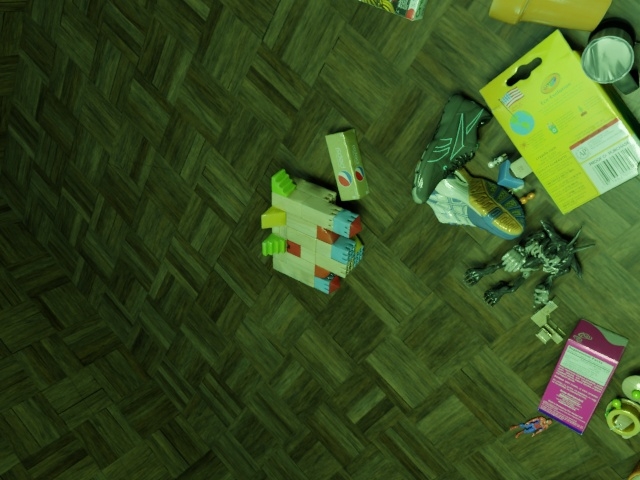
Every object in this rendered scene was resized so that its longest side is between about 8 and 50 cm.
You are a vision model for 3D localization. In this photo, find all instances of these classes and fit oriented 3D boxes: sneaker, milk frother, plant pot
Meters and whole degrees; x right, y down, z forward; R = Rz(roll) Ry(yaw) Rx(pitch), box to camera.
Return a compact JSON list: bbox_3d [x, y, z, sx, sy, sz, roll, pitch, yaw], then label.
[{"bbox_3d":[0.286,-0.196,1.307,0.106,0.101,0.267,25,84,9],"label":"sneaker"},{"bbox_3d":[0.558,-0.352,1.062,0.129,0.134,0.143,37,131,2],"label":"milk frother"},{"bbox_3d":[0.341,-0.082,1.385,0.296,0.112,0.130,43,140,30],"label":"sneaker"},{"bbox_3d":[0.438,-0.476,1.078,0.188,0.205,0.205,25,125,9],"label":"plant pot"}]

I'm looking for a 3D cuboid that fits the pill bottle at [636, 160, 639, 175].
[{"bbox_3d":[0.720,-0.059,0.992,0.334,0.188,0.188,50,131,7],"label":"pill bottle"}]

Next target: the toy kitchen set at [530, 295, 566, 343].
[{"bbox_3d":[0.539,0.191,1.368,0.083,0.068,0.075,46,130,12],"label":"toy kitchen set"}]

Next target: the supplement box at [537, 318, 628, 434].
[{"bbox_3d":[0.595,0.308,1.348,0.114,0.111,0.219,27,124,27],"label":"supplement box"}]

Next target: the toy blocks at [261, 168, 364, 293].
[{"bbox_3d":[0.000,0.000,1.641,0.261,0.190,0.381,24,136,21],"label":"toy blocks"}]

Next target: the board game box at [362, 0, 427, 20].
[{"bbox_3d":[0.175,-0.659,1.281,0.193,0.053,0.305,31,126,24],"label":"board game box"}]

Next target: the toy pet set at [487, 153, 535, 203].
[{"bbox_3d":[0.410,-0.128,1.290,0.122,0.065,0.114,56,171,5],"label":"toy pet set"}]

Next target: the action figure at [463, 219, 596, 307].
[{"bbox_3d":[0.466,0.067,1.322,0.164,0.141,0.276,50,133,-7],"label":"action figure"}]

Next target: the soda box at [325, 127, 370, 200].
[{"bbox_3d":[0.072,-0.200,1.564,0.061,0.058,0.181,-4,108,39],"label":"soda box"}]

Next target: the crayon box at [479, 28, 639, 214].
[{"bbox_3d":[0.498,-0.238,1.199,0.202,0.081,0.318,-35,87,42],"label":"crayon box"}]

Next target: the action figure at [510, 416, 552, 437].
[{"bbox_3d":[0.544,0.478,1.522,0.115,0.030,0.038,-39,79,40],"label":"action figure"}]

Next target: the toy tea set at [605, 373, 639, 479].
[{"bbox_3d":[0.731,0.448,1.295,0.200,0.124,0.335,-30,90,42],"label":"toy tea set"}]
